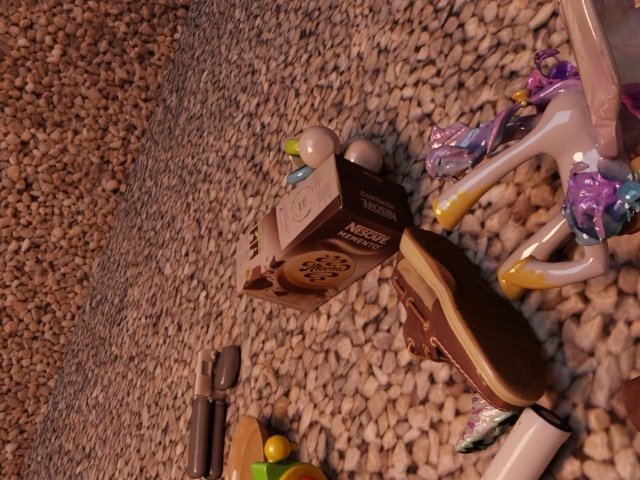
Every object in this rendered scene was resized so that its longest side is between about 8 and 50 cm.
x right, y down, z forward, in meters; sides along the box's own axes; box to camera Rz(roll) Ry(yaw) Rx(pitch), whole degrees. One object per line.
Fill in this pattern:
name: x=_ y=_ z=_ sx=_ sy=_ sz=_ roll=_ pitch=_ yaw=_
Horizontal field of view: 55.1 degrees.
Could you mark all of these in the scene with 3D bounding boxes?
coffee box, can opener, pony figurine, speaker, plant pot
coffee box: x=0.000 y=0.000 z=1.082 sx=0.297 sy=0.168 sz=0.119 roll=-40 pitch=43 yaw=38
can opener: x=-0.232 y=0.358 z=1.302 sx=0.093 sy=0.074 sz=0.280 roll=-27 pitch=52 yaw=45
pony figurine: x=0.294 y=-0.122 z=0.681 sx=0.363 sy=0.303 sz=0.351 roll=-30 pitch=81 yaw=40
speaker: x=0.230 y=0.259 z=0.709 sx=0.136 sy=0.055 sz=0.055 roll=-62 pitch=34 yaw=10
plant pot: x=-0.127 y=0.436 z=1.104 sx=0.236 sy=0.032 sz=0.236 roll=-169 pitch=90 yaw=-69

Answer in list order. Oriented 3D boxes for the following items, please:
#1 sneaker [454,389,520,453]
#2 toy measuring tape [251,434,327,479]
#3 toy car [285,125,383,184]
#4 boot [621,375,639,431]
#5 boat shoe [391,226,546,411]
sneaker: x=0.203 y=0.224 z=0.788 sx=0.098 sy=0.038 sz=0.069 roll=-43 pitch=38 yaw=19
toy measuring tape: x=-0.027 y=0.467 z=0.955 sx=0.121 sy=0.121 sz=0.330 roll=-21 pitch=78 yaw=49
toy car: x=0.017 y=-0.126 z=1.124 sx=0.159 sy=0.182 sz=0.136 roll=-165 pitch=89 yaw=-75
boot: x=0.393 y=0.181 z=0.519 sx=0.207 sy=0.090 sz=0.248 roll=-56 pitch=34 yaw=40
boat shoe: x=0.174 y=0.114 z=0.824 sx=0.123 sy=0.123 sz=0.342 roll=-63 pitch=29 yaw=24
